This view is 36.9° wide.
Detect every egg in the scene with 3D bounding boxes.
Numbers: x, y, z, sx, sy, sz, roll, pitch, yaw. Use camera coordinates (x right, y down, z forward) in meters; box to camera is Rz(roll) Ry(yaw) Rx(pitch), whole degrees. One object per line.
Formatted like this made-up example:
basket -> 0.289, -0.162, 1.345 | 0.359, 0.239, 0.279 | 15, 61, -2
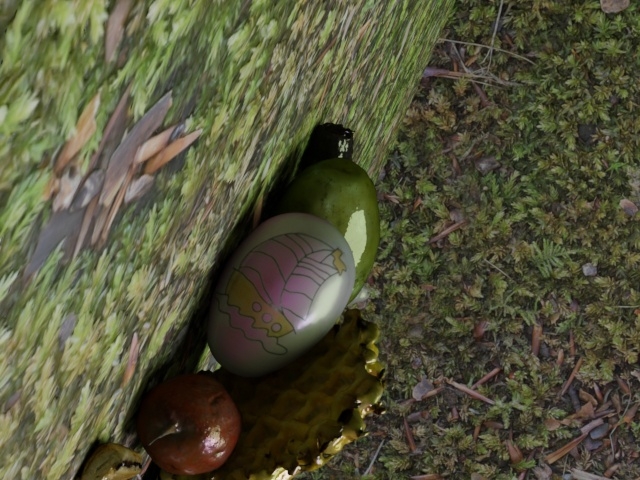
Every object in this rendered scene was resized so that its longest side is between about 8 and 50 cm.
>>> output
egg -> -0.065, 0.082, 1.467 | 0.271, 0.196, 0.196 | -45, 168, -19

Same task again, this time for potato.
potato -> 0.003, 0.000, 1.672 | 0.304, 0.216, 0.216 | -65, 176, 32

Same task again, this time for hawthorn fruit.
hawthorn fruit -> -0.179, 0.246, 1.318 | 0.149, 0.149, 0.189 | -63, 178, -26

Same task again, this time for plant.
plant -> 0.015, -0.140, 1.757 | 0.092, 0.094, 0.143 | -35, 146, -57

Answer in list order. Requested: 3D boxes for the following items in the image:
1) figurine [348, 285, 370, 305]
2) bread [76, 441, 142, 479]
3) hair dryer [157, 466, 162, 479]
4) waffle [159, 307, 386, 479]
figurine -> 0.037, 0.094, 2.451 | 0.421, 0.193, 0.154 | -50, 161, -86
bread -> -0.264, 0.287, 1.206 | 0.072, 0.053, 0.106 | -41, 166, -10
hair dryer -> -0.241, 0.347, 1.730 | 0.100, 0.057, 0.197 | 106, 2, -58
waffle -> -0.070, 0.256, 1.479 | 0.382, 0.095, 0.379 | -28, -158, 13
